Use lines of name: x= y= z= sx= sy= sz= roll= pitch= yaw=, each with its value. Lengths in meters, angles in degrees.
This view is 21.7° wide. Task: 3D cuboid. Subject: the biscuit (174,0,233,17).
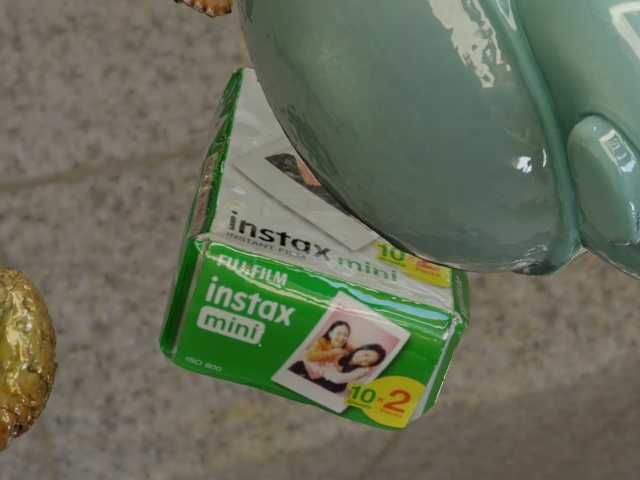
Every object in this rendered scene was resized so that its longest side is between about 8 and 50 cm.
biscuit: x=-0.177 y=-0.337 z=1.641 sx=0.013 sy=0.232 sz=0.237 roll=-47 pitch=-153 yaw=41

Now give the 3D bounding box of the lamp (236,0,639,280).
lamp: x=0.066 y=-0.074 z=0.654 sx=0.284 sy=0.147 sz=0.209 roll=17 pitch=-37 yaw=41

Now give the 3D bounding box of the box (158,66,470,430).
box: x=0.000 y=0.000 z=1.078 sx=0.250 sy=0.180 sz=0.103 roll=-86 pitch=-166 yaw=-58

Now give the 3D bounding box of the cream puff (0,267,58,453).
cream puff: x=-0.222 y=0.079 z=1.081 sx=0.133 sy=0.104 sz=0.119 roll=-60 pitch=-164 yaw=0
